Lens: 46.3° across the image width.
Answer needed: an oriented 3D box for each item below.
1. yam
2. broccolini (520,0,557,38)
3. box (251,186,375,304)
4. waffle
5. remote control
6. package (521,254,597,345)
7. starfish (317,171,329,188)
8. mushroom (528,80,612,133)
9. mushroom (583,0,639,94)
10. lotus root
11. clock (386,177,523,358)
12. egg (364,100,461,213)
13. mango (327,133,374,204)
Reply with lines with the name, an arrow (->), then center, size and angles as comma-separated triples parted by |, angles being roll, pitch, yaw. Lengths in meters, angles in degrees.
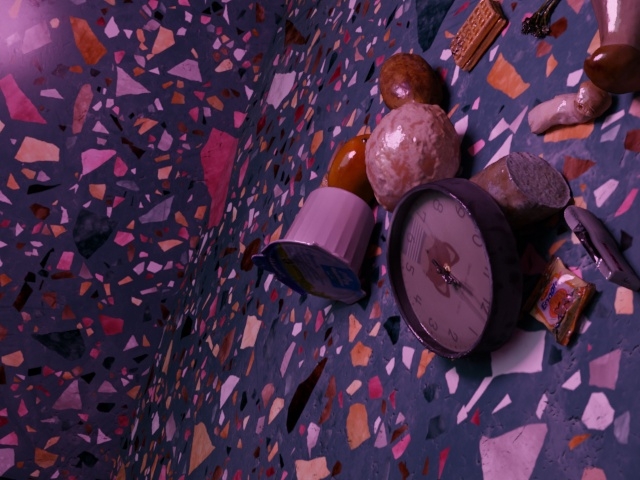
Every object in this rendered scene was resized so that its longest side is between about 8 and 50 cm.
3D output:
yam -> 0.300, -0.057, 1.364 | 0.330, 0.133, 0.133 | -36, 40, 58
broccolini -> 0.460, -0.478, 1.449 | 0.194, 0.054, 0.052 | -56, 8, 26
box -> 0.000, 0.000, 1.828 | 0.291, 0.262, 0.206 | 7, 56, 31
waffle -> 0.350, -0.462, 1.675 | 0.148, 0.042, 0.102 | -53, 28, 36
remote control -> 0.417, 0.007, 1.112 | 0.029, 0.065, 0.166 | -56, 26, 28
package -> 0.375, 0.092, 1.180 | 0.108, 0.031, 0.120 | -64, 23, 14
starfish -> 0.051, -0.142, 2.060 | 0.216, 0.071, 0.238 | 175, 107, -71
mushroom -> 0.424, -0.229, 1.313 | 0.202, 0.055, 0.059 | 174, 112, -70
mushroom -> 0.489, -0.400, 1.205 | 0.128, 0.128, 0.349 | -23, 53, 60
lotus root -> 0.213, -0.353, 1.760 | 0.260, 0.145, 0.128 | -98, 29, -53
clock -> 0.226, 0.050, 1.329 | 0.325, 0.067, 0.324 | 31, 126, 57
egg -> 0.196, -0.173, 1.591 | 0.203, 0.204, 0.245 | 23, 100, 67
mango -> 0.091, -0.163, 1.869 | 0.221, 0.152, 0.120 | -59, 45, 19
